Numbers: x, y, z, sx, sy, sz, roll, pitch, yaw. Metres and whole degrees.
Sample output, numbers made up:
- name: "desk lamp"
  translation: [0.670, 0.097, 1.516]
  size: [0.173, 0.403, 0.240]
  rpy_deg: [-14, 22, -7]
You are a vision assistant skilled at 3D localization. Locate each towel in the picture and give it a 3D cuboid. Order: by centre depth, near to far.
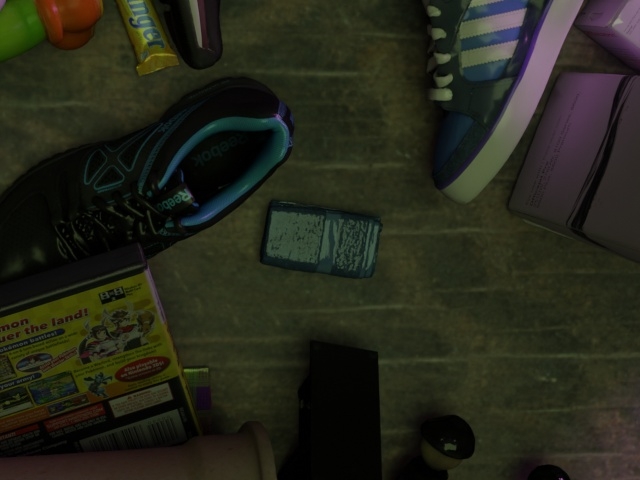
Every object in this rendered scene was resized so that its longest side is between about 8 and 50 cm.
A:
- name: "towel"
  translation: [0.000, 0.000, 1.291]
  size: [0.119, 0.029, 0.067]
  rpy_deg: [8, 98, -16]
- name: "towel"
  translation: [-0.139, 0.167, 1.299]
  size: [0.060, 0.009, 0.083]
  rpy_deg: [-2, 100, -13]

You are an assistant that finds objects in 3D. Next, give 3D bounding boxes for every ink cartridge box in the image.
- name: "ink cartridge box"
  translation: [0.390, -0.031, 1.194]
  size: [0.285, 0.395, 0.166]
  rpy_deg: [19, 93, -17]
- name: "ink cartridge box"
  translation: [0.327, -0.202, 1.302]
  size: [0.122, 0.088, 0.052]
  rpy_deg: [32, 92, -17]

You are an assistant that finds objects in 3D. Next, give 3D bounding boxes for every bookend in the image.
- name: "bookend"
  translation: [0.000, 0.208, 1.299]
  size: [0.072, 0.156, 0.157]
  rpy_deg: [11, 54, -16]

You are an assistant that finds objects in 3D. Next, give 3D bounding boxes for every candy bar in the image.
- name: "candy bar"
  translation: [-0.178, -0.234, 1.208]
  size: [0.040, 0.018, 0.161]
  rpy_deg: [-22, 106, -9]

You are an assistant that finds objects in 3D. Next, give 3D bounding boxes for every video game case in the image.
- name: "video game case"
  translation: [-0.264, 0.139, 1.187]
  size: [0.275, 0.035, 0.248]
  rpy_deg: [-18, 133, -7]

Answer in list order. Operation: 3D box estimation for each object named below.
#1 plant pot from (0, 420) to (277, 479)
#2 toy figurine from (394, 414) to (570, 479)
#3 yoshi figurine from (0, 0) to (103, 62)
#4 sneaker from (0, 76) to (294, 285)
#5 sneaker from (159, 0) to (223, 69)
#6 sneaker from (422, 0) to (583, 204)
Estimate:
- name: "plant pot"
  translation: [-0.216, 0.315, 1.141]
  size: [0.305, 0.334, 0.334]
  rpy_deg: [6, 99, -12]
- name: "toy figurine"
  translation: [0.175, 0.292, 1.295]
  size: [0.209, 0.213, 0.148]
  rpy_deg: [22, 108, -16]
- name: "yoshi figurine"
  translation: [-0.386, -0.179, 1.116]
  size: [0.362, 0.203, 0.203]
  rpy_deg: [-28, 147, -22]
- name: "sneaker"
  translation: [-0.176, -0.039, 1.183]
  size: [0.341, 0.139, 0.125]
  rpy_deg: [-35, 109, -4]
- name: "sneaker"
  translation: [-0.073, -0.303, 1.178]
  size: [0.162, 0.106, 0.281]
  rpy_deg: [-11, 102, -15]
- name: "sneaker"
  translation: [0.110, -0.222, 1.237]
  size: [0.236, 0.130, 0.323]
  rpy_deg: [24, 99, -7]
